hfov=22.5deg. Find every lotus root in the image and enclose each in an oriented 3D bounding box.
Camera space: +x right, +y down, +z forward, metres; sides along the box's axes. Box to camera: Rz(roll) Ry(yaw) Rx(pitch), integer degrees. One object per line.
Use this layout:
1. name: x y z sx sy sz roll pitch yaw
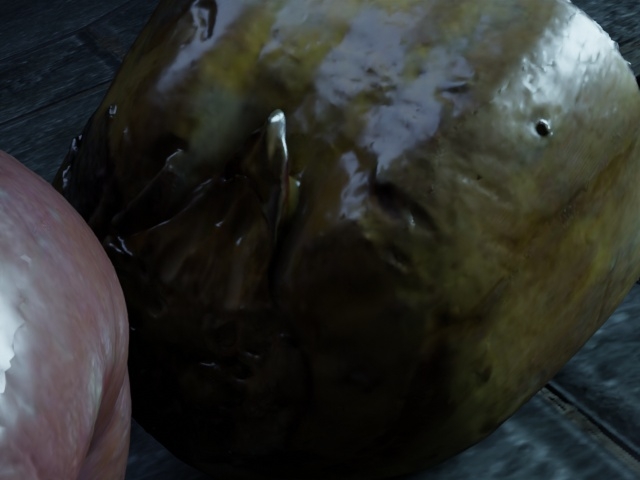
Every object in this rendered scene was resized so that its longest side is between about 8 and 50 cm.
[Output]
1. lotus root: 0.000 0.000 0.701 0.272 0.272 0.192 -4 35 41

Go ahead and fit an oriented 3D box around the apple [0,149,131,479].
1. apple: -0.196 0.093 0.531 0.235 0.306 0.306 15 22 2
